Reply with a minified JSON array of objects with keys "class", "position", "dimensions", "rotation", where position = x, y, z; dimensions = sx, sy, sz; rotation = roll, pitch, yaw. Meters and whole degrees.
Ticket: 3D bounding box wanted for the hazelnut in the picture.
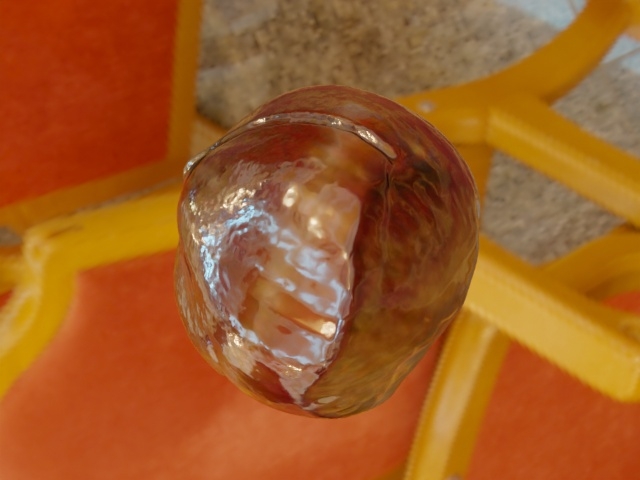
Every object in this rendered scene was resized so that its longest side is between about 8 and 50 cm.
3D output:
[{"class":"hazelnut","position":[0.000,0.000,1.100],"dimensions":[0.229,0.229,0.229],"rotation":[25,127,38]}]
